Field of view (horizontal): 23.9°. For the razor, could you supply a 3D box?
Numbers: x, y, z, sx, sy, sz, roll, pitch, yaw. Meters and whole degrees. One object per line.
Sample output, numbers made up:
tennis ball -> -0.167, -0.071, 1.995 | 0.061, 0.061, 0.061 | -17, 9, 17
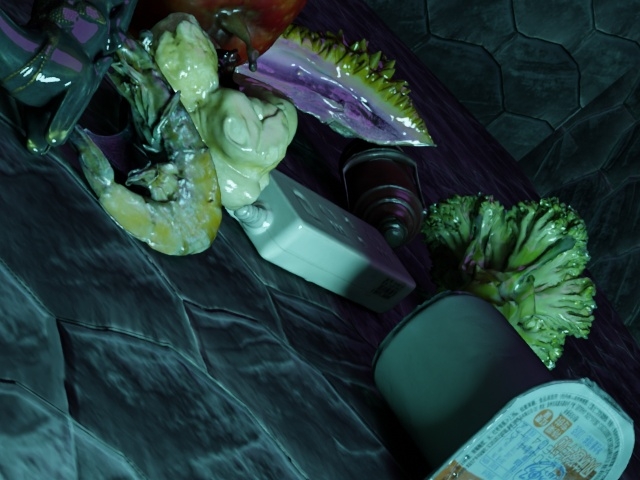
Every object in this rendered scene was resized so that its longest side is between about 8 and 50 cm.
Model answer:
razor -> -0.171, -0.106, 1.345 | 0.066, 0.033, 0.190 | 47, 12, -16

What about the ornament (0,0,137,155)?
ornament -> -0.246, -0.208, 1.124 | 0.236, 0.080, 0.202 | 43, 46, -32

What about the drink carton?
drink carton -> 0.159, 0.161, 1.395 | 0.185, 0.191, 0.189 | 38, 11, -36

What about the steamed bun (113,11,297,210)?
steamed bun -> -0.096, -0.129, 1.401 | 0.177, 0.106, 0.192 | 50, 7, -9

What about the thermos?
thermos -> 0.079, -0.047, 1.913 | 0.232, 0.099, 0.124 | -101, -173, -63

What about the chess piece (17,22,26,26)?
chess piece -> -0.239, -0.156, 1.244 | 0.042, 0.042, 0.093 | 50, 8, -1

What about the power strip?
power strip -> 0.000, 0.000, 1.569 | 0.098, 0.058, 0.338 | 57, 15, 27

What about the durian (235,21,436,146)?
durian -> -0.010, -0.227, 1.929 | 0.341, 0.112, 0.191 | 21, 21, -18

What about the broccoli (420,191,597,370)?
broccoli -> 0.199, 0.055, 1.832 | 0.361, 0.221, 0.252 | 17, 74, -68

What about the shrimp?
shrimp -> -0.153, -0.086, 1.238 | 0.150, 0.051, 0.217 | -18, 83, -54

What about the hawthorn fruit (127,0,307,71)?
hawthorn fruit -> -0.110, -0.272, 1.588 | 0.242, 0.242, 0.271 | 38, 27, -44
